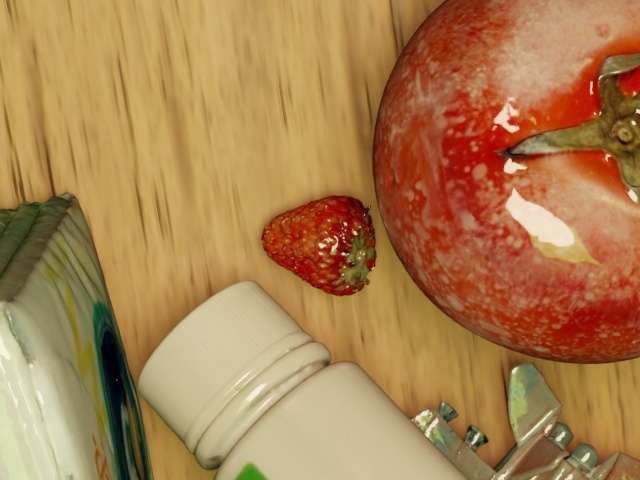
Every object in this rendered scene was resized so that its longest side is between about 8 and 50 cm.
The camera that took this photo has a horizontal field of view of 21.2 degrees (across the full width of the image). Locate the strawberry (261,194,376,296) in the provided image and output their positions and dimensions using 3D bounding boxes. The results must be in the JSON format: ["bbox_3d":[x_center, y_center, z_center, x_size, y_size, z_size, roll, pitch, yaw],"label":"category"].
[{"bbox_3d":[0.000,0.000,1.216,0.083,0.073,0.073,14,101,26],"label":"strawberry"}]

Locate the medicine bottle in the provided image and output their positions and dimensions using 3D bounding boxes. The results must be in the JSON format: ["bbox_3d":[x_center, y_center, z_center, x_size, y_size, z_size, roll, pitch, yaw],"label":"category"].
[{"bbox_3d":[-0.008,0.148,1.167,0.237,0.139,0.139,44,94,15],"label":"medicine bottle"}]

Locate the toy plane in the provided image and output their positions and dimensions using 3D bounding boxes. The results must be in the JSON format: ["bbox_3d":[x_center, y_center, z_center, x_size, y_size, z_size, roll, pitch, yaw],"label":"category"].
[{"bbox_3d":[0.099,0.253,1.251,0.223,0.104,0.326,39,99,-10],"label":"toy plane"}]

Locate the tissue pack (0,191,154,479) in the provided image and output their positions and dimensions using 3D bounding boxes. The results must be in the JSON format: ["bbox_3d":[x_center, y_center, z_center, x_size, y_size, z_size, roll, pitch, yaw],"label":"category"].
[{"bbox_3d":[-0.197,0.137,1.054,0.162,0.388,0.287,-13,101,-1],"label":"tissue pack"}]

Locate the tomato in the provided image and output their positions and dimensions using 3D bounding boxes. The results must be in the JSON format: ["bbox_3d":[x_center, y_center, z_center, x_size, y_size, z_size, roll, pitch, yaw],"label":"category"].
[{"bbox_3d":[0.161,-0.052,1.136,0.270,0.227,0.270,3,80,-17],"label":"tomato"}]
